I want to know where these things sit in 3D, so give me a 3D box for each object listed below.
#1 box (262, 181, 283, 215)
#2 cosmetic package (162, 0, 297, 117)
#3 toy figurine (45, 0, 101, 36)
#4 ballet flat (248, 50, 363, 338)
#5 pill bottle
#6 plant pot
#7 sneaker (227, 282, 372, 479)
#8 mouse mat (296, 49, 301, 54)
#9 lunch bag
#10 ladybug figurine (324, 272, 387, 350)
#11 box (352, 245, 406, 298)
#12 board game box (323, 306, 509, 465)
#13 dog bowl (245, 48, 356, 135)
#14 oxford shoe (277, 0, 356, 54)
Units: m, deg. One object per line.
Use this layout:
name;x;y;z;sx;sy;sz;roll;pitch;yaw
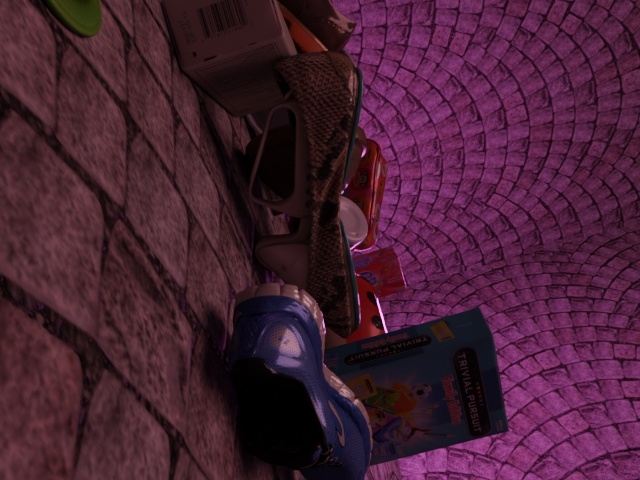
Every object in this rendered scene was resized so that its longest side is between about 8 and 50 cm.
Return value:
box;-0.099;-0.132;1.266;0.207;0.036;0.114;-83;157;-77
cosmetic package;-0.124;-0.312;0.906;0.309;0.160;0.113;-12;85;-86
toy figurine;-0.158;-0.277;0.437;0.130;0.159;0.173;-97;168;-62
ballet flat;-0.029;-0.059;0.893;0.164;0.182;0.482;-138;-135;-67
pill bottle;0.000;0.000;1.082;0.108;0.180;0.107;23;47;-27
plant pot;-0.022;-0.137;1.046;0.237;0.238;0.109;48;34;-78
sneaker;-0.030;0.213;0.622;0.147;0.130;0.329;-74;147;-53
mouse mat;-0.103;-0.379;1.148;0.007;0.190;0.152;-141;-146;-85
lunch bag;0.032;-0.121;1.409;0.120;0.258;0.293;48;48;-63
ladybug figurine;0.094;0.249;1.420;0.305;0.162;0.449;67;8;-49
box;0.150;0.129;1.850;0.122;0.257;0.128;-98;170;-71
board game box;0.150;0.279;0.972;0.079;0.336;0.253;-97;169;-57
dog bowl;-0.042;-0.328;1.218;0.104;0.265;0.264;-68;141;-85
oxford shoe;-0.077;-0.502;1.030;0.364;0.133;0.130;40;9;-33
